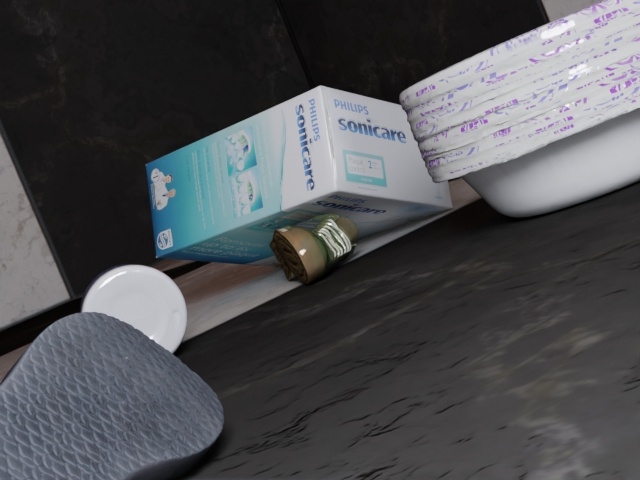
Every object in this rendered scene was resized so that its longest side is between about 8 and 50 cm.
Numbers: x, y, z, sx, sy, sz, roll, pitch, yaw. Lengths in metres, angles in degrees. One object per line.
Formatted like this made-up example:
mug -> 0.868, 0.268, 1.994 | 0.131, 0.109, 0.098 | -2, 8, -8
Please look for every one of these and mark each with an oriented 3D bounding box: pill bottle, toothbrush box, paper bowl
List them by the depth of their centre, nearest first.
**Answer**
paper bowl -> 0.223, -0.118, 1.048 | 0.284, 0.148, 0.284 | -22, 5, 2
pill bottle -> -0.179, 0.068, 1.130 | 0.094, 0.094, 0.169 | -23, 4, -11
toothbrush box -> -0.028, -0.065, 1.422 | 0.295, 0.126, 0.216 | -20, -17, 38

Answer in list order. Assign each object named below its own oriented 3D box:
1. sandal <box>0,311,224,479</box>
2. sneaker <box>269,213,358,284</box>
sandal -> -0.120, 0.096, 0.541 | 0.054, 0.097, 0.254 | -49, -5, 18
sneaker -> 0.000, 0.000, 1.269 | 0.086, 0.064, 0.192 | -28, 2, -8
